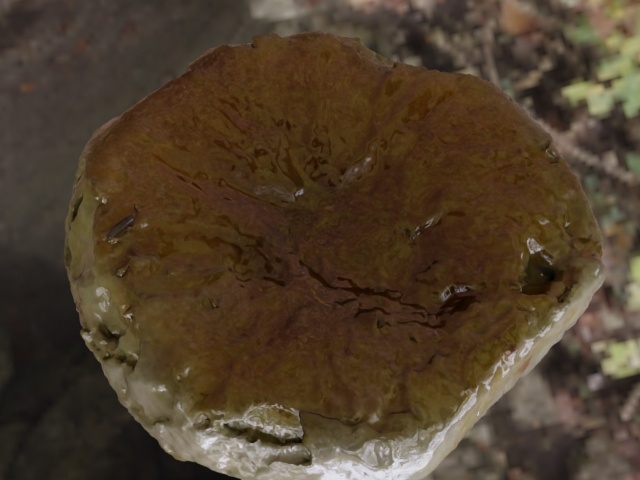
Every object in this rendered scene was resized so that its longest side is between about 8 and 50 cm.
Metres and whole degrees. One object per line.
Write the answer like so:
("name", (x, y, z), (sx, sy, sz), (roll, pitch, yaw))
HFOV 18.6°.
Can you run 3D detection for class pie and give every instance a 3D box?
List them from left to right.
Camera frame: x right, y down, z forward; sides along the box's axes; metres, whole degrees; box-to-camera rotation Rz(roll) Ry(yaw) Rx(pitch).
("pie", (0.000, 0.000, 0.702), (0.195, 0.195, 0.046), (-6, 146, -13))
